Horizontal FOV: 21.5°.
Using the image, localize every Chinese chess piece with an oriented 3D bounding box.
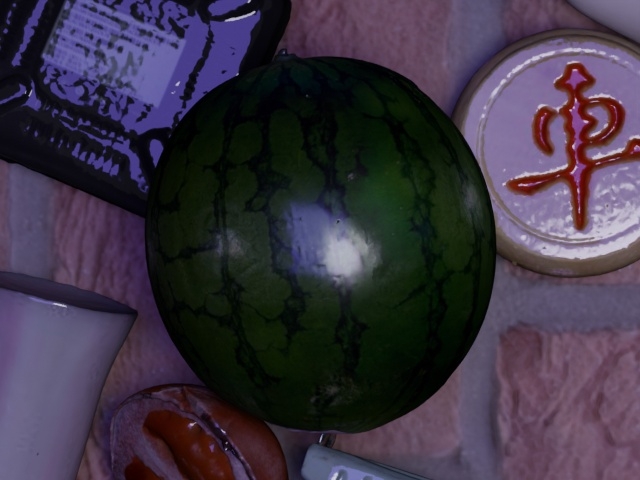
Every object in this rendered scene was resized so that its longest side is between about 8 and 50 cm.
[{"bbox_3d":[0.249,-0.088,1.675,0.250,0.097,0.251,0,86,6],"label":"Chinese chess piece"}]

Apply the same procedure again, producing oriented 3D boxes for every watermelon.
[{"bbox_3d":[0.000,0.000,1.573,0.363,0.363,0.363,0,86,6],"label":"watermelon"}]

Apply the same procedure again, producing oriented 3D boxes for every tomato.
[{"bbox_3d":[-0.108,0.221,1.665,0.199,0.228,0.112,43,46,15],"label":"tomato"}]

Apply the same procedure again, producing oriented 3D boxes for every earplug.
[{"bbox_3d":[-0.300,0.195,1.684,0.172,0.172,0.301,14,93,7],"label":"earplug"}]

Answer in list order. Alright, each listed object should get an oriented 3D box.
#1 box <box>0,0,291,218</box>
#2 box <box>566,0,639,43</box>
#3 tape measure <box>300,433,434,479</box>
[{"bbox_3d":[-0.209,-0.187,1.739,0.290,0.073,0.289,24,88,7],"label":"box"},{"bbox_3d":[0.419,-0.301,1.652,0.349,0.141,0.289,28,87,7],"label":"box"},{"bbox_3d":[0.079,0.329,1.648,0.243,0.125,0.246,17,85,13],"label":"tape measure"}]
